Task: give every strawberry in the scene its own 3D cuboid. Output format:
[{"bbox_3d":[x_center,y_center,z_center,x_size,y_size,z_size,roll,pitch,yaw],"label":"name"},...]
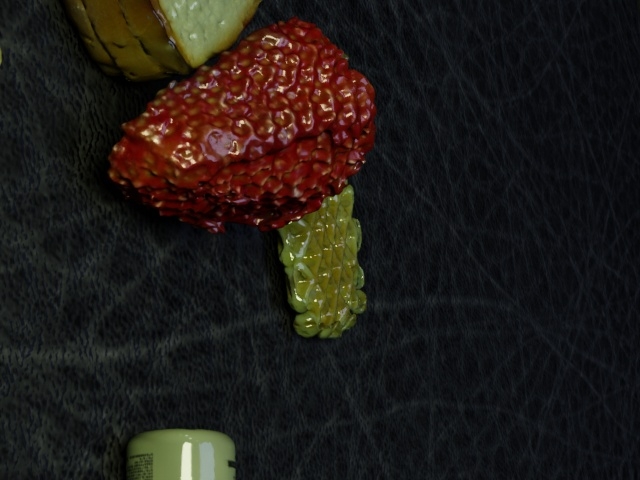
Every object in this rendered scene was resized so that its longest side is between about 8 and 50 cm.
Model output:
[{"bbox_3d":[-0.041,-0.070,1.221,0.286,0.106,0.188,-28,150,-55],"label":"strawberry"}]

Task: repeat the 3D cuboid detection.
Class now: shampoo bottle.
[{"bbox_3d":[-0.099,0.217,1.124,0.079,0.079,0.162,27,58,-61],"label":"shampoo bottle"}]

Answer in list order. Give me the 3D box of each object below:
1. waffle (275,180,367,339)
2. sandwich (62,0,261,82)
[{"bbox_3d":[0.000,0.000,1.458,0.169,0.036,0.183,-15,98,-68],"label":"waffle"},{"bbox_3d":[-0.133,-0.287,1.190,0.271,0.099,0.301,-59,137,-47],"label":"sandwich"}]
